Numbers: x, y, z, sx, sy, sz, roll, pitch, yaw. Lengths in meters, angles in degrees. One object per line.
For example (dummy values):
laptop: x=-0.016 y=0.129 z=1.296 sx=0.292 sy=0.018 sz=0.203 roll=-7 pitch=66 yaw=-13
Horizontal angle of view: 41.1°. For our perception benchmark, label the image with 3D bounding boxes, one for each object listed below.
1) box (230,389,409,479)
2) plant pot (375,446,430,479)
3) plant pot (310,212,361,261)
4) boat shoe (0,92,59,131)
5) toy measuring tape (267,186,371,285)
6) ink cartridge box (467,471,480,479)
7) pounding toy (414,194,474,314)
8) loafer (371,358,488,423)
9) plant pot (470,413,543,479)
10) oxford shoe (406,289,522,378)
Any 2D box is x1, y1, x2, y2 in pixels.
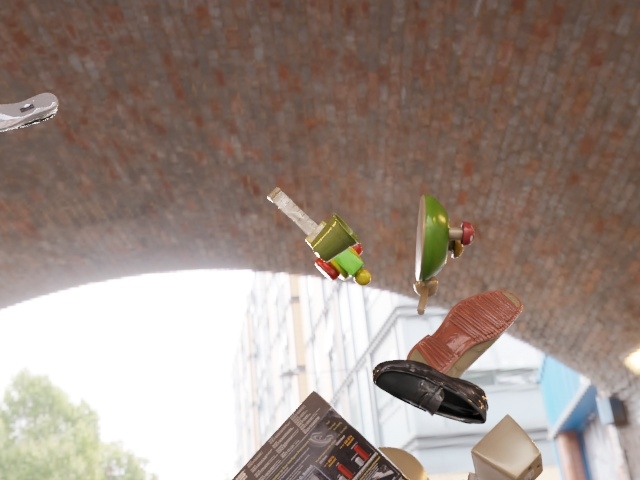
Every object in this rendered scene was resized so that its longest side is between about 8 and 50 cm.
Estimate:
box: x=-0.030 y=0.444 z=1.444 sx=0.242 sy=0.307 sz=0.076 roll=47 pitch=-9 yaw=-30
plant pot: x=0.173 y=0.643 z=2.199 sx=0.284 sy=0.284 sz=0.191 roll=-22 pitch=9 yaw=32
plant pot: x=0.025 y=0.001 z=1.713 sx=0.079 sy=0.083 sz=0.083 roll=-42 pitch=-32 yaw=7
boat shoe: x=-0.526 y=-0.216 z=1.494 sx=0.142 sy=0.049 sz=0.040 roll=-22 pitch=-17 yaw=-22
toy measuring tape: x=0.000 y=0.000 z=2.102 sx=0.121 sy=0.330 sz=0.121 roll=-43 pitch=-17 yaw=-17
ink cartridge box: x=0.507 y=0.597 z=1.953 sx=0.275 sy=0.060 sz=0.239 roll=6 pitch=-11 yaw=40
pounding toy: x=0.259 y=0.024 z=1.791 sx=0.110 sy=0.236 sz=0.183 roll=3 pitch=14 yaw=3
loafer: x=0.199 y=0.273 z=1.529 sx=0.223 sy=0.078 sz=0.076 roll=19 pitch=-62 yaw=-10
plant pot: x=0.366 y=0.421 z=1.639 sx=0.109 sy=0.096 sz=0.109 roll=-39 pitch=-42 yaw=-20
oxford shoe: x=0.385 y=0.275 z=2.321 sx=0.397 sy=0.140 sz=0.146 roll=-31 pitch=-37 yaw=-20
